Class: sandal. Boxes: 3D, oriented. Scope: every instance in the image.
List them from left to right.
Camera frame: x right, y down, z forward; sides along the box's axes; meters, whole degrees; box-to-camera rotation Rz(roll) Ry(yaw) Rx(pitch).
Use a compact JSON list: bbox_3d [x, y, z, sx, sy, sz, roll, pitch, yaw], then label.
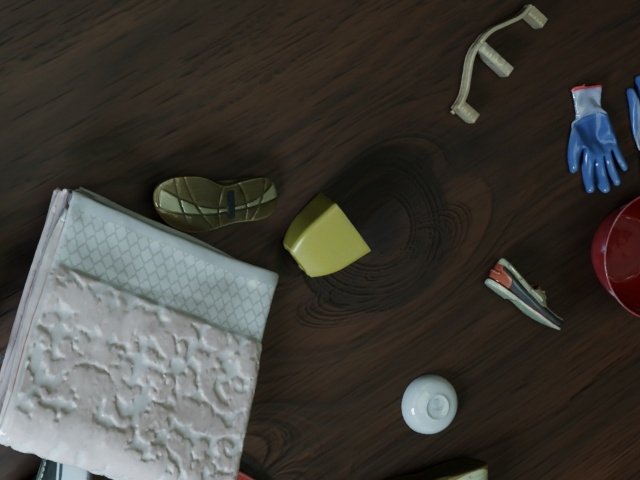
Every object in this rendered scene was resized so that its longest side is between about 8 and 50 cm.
[{"bbox_3d":[-0.136,-0.051,1.922,0.180,0.049,0.072,-6,104,-38],"label":"sandal"}]

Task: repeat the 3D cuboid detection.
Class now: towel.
[{"bbox_3d":[-0.211,0.133,1.832,0.332,0.053,0.317,24,68,-32],"label":"towel"}]

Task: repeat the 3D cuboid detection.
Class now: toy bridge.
[{"bbox_3d":[0.231,-0.246,2.071,0.063,0.026,0.188,40,79,-19],"label":"toy bridge"}]

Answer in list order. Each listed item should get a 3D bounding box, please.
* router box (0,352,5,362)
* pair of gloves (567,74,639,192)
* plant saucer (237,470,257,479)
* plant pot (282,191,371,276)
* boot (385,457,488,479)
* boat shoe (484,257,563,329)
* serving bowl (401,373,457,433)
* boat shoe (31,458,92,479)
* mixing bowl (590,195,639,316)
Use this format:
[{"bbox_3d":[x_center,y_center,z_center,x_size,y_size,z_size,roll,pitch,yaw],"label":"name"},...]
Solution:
[{"bbox_3d":[-0.451,0.083,1.746,0.179,0.133,0.046,45,77,-20],"label":"router box"},{"bbox_3d":[0.435,-0.155,2.172,0.198,0.023,0.159,-12,100,-22],"label":"pair of gloves"},{"bbox_3d":[-0.053,0.446,1.938,0.259,0.048,0.258,31,40,-23],"label":"plant saucer"},{"bbox_3d":[0.000,0.000,1.968,0.083,0.081,0.081,-38,109,-5],"label":"plant pot"},{"bbox_3d":[0.142,0.399,2.072,0.213,0.077,0.165,-13,103,-25],"label":"boot"},{"bbox_3d":[0.289,0.077,2.120,0.137,0.049,0.043,35,79,-18],"label":"boat shoe"},{"bbox_3d":[0.153,0.225,2.084,0.083,0.027,0.083,-2,95,-24],"label":"serving bowl"},{"bbox_3d":[-0.343,0.355,1.828,0.119,0.121,0.335,9,83,-4],"label":"boat shoe"},{"bbox_3d":[0.451,0.016,2.155,0.181,0.098,0.181,-3,97,-23],"label":"mixing bowl"}]
